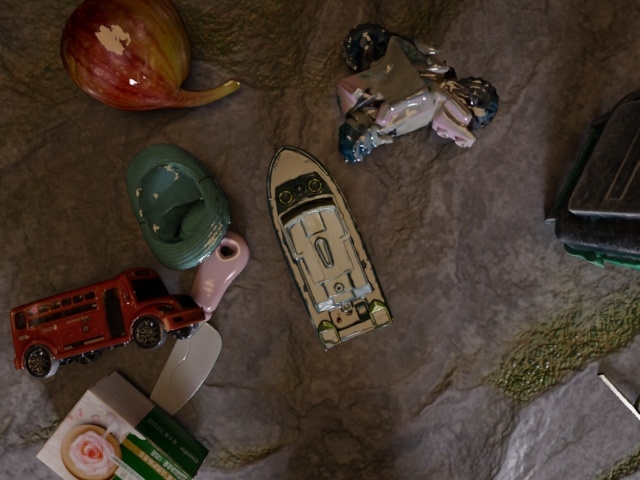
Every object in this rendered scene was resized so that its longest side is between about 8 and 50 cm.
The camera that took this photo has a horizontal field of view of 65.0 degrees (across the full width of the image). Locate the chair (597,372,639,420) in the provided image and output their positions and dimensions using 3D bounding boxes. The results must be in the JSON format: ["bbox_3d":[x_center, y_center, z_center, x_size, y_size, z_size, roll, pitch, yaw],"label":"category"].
[{"bbox_3d":[0.530,0.263,0.737,0.095,0.104,0.221,-32,88,-17],"label":"chair"}]

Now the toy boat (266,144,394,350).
[{"bbox_3d":[0.001,0.001,0.714,0.114,0.122,0.296,-22,91,1],"label":"toy boat"}]

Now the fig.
[{"bbox_3d":[-0.243,-0.243,0.701,0.175,0.175,0.207,-42,110,1],"label":"fig"}]

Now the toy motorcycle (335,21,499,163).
[{"bbox_3d":[0.110,-0.183,0.724,0.239,0.108,0.204,30,86,24],"label":"toy motorcycle"}]

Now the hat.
[{"bbox_3d":[-0.200,-0.048,0.734,0.138,0.078,0.191,-33,78,13],"label":"hat"}]

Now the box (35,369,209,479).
[{"bbox_3d":[-0.285,0.310,0.735,0.199,0.081,0.135,40,98,2],"label":"box"}]

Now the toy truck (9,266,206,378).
[{"bbox_3d":[-0.297,0.110,0.707,0.253,0.107,0.114,-17,84,11],"label":"toy truck"}]

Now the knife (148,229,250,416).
[{"bbox_3d":[-0.187,0.143,0.767,0.081,0.043,0.335,22,97,-5],"label":"knife"}]

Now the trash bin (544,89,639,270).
[{"bbox_3d":[0.538,-0.023,0.656,0.381,0.295,0.259,27,90,-11],"label":"trash bin"}]
